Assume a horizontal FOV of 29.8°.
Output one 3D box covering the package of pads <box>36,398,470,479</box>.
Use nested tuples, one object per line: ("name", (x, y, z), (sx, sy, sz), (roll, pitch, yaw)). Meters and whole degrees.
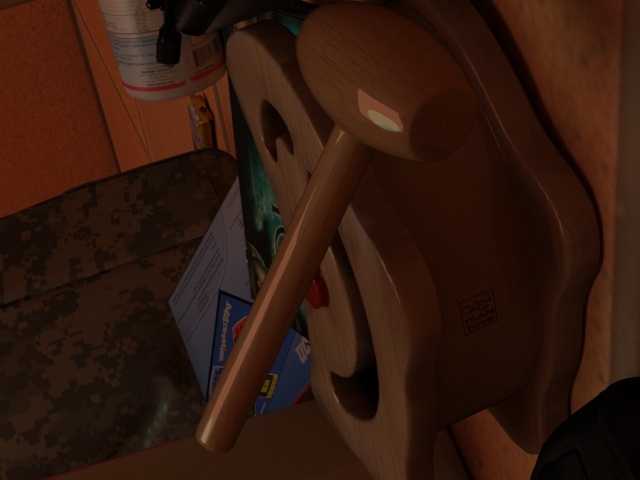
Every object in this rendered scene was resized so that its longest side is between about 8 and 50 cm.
("package of pads", (-0.090, 0.189, 0.697), (0.229, 0.297, 0.101), (-51, 56, 53))

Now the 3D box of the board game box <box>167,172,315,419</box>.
("board game box", (-0.031, 0.036, 0.782), (0.145, 0.027, 0.281), (68, 150, 21))

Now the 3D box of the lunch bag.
("lunch bag", (-0.159, 0.104, 1.007), (0.212, 0.305, 0.256), (84, 164, -50))

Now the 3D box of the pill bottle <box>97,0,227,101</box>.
("pill bottle", (-0.131, -0.196, 0.934), (0.087, 0.087, 0.160), (-129, 23, -59))

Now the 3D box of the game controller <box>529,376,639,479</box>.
("game controller", (0.148, 0.199, 0.372), (0.166, 0.067, 0.319), (59, -172, -72))

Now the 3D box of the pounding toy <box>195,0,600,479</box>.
("pounding toy", (0.000, 0.000, 0.461), (0.154, 0.155, 0.269), (56, 162, 37))

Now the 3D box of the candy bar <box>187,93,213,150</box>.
("candy bar", (-0.115, -0.088, 1.209), (0.161, 0.018, 0.040), (91, 154, -58))

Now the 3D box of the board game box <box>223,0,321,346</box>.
("board game box", (-0.008, -0.033, 0.642), (0.126, 0.026, 0.186), (31, 131, 53))

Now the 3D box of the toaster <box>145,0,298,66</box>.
("toaster", (-0.027, -0.168, 0.431), (0.186, 0.110, 0.168), (178, 74, -78))
